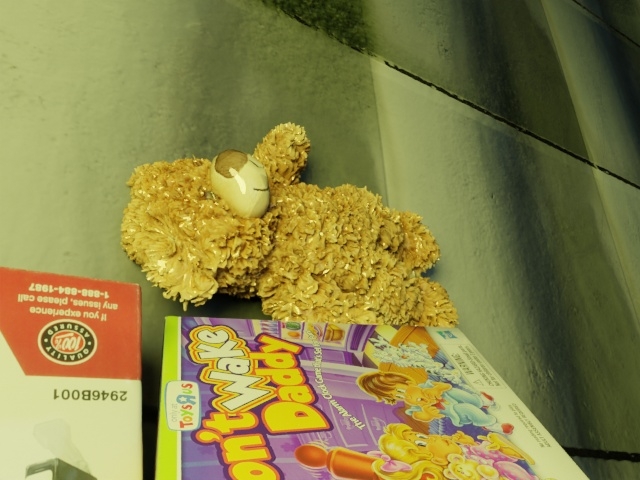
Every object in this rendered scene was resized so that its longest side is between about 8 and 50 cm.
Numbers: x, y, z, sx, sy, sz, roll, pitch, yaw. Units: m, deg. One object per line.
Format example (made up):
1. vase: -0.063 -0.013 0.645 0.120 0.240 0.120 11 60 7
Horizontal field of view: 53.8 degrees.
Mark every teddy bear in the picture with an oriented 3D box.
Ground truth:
1. teddy bear: 0.000 0.000 0.571 0.338 0.113 0.245 31 47 -21

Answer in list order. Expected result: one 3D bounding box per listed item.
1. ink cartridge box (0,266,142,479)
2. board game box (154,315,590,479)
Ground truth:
1. ink cartridge box: -0.201 0.154 0.316 0.197 0.114 0.272 11 60 -35
2. board game box: 0.029 0.156 0.334 0.234 0.078 0.347 4 19 -14
